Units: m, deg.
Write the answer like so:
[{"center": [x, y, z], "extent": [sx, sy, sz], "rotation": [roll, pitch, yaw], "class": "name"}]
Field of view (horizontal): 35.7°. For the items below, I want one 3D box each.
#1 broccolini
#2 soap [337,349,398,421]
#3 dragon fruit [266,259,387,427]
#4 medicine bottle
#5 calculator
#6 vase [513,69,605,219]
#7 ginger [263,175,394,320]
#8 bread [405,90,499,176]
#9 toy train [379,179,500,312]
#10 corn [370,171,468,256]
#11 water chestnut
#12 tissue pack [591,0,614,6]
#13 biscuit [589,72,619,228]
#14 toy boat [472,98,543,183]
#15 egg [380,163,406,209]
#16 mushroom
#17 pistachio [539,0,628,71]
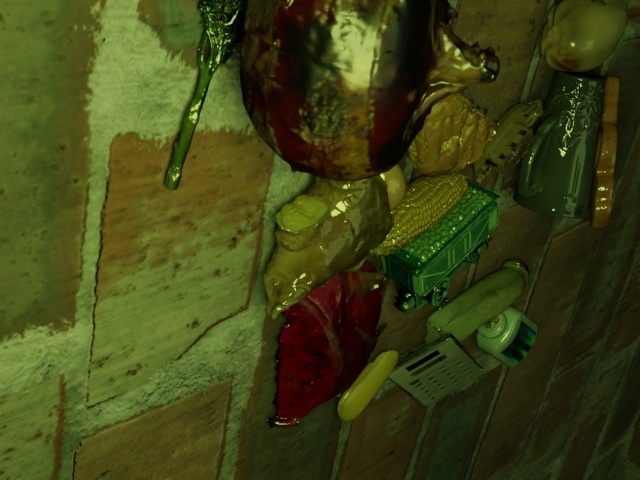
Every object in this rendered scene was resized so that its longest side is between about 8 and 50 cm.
[{"center": [-0.153, -0.187, 1.242], "extent": [0.057, 0.071, 0.254], "rotation": [-91, -156, -68], "class": "broccolini"}, {"center": [0.091, 0.280, 1.930], "extent": [0.168, 0.033, 0.089], "rotation": [-46, 147, -21], "class": "soap"}, {"center": [0.039, 0.157, 1.711], "extent": [0.282, 0.100, 0.343], "rotation": [-35, 141, -41], "class": "dragon fruit"}, {"center": [0.420, 0.211, 2.276], "extent": [0.121, 0.083, 0.229], "rotation": [-57, 149, 0], "class": "medicine bottle"}, {"center": [0.240, 0.271, 2.073], "extent": [0.161, 0.021, 0.261], "rotation": [-31, 148, 10], "class": "calculator"}, {"center": [0.485, -0.189, 2.005], "extent": [0.251, 0.156, 0.301], "rotation": [-13, 119, -45], "class": "vase"}, {"center": [0.000, 0.000, 1.510], "extent": [0.270, 0.123, 0.219], "rotation": [-49, 144, 0], "class": "ginger"}, {"center": [0.161, -0.189, 1.552], "extent": [0.147, 0.160, 0.260], "rotation": [-56, 152, 8], "class": "bread"}, {"center": [0.220, 0.014, 1.831], "extent": [0.269, 0.115, 0.154], "rotation": [-41, 138, -22], "class": "toy train"}, {"center": [0.162, -0.054, 1.712], "extent": [0.260, 0.091, 0.091], "rotation": [-33, 140, -38], "class": "corn"}, {"center": [0.068, -0.242, 1.207], "extent": [0.350, 0.302, 0.350], "rotation": [16, 90, -73], "class": "water chestnut"}, {"center": [0.463, -0.552, 1.685], "extent": [0.192, 0.134, 0.271], "rotation": [-61, 148, 0], "class": "tissue pack"}, {"center": [0.593, -0.185, 2.104], "extent": [0.202, 0.047, 0.334], "rotation": [73, 24, -65], "class": "biscuit"}, {"center": [0.359, -0.188, 1.884], "extent": [0.200, 0.077, 0.057], "rotation": [-49, 145, -16], "class": "toy boat"}, {"center": [0.099, -0.095, 1.602], "extent": [0.080, 0.080, 0.096], "rotation": [-30, 127, -38], "class": "egg"}, {"center": [0.339, 0.137, 2.112], "extent": [0.312, 0.081, 0.100], "rotation": [-30, 130, -35], "class": "mushroom"}, {"center": [0.491, -0.390, 1.852], "extent": [0.215, 0.144, 0.144], "rotation": [-34, 139, -31], "class": "pistachio"}]
